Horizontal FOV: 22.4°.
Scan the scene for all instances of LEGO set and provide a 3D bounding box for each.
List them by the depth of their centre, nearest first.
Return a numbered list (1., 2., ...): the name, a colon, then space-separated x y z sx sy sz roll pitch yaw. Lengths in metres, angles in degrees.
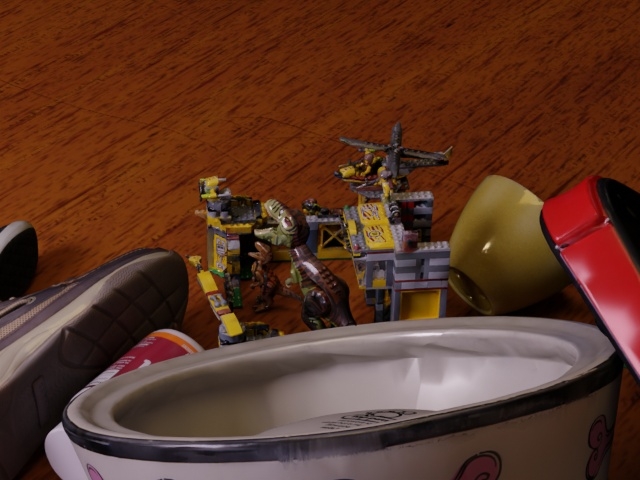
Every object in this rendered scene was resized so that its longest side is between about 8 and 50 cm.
1. LEGO set: 0.000 0.000 1.508 0.255 0.192 0.331 2 33 0

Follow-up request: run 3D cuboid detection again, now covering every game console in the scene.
1. game console: 0.329 0.126 1.202 0.387 0.060 0.342 21 37 -49

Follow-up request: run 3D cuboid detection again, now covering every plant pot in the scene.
1. plant pot: 0.175 0.018 1.568 0.095 0.134 0.134 -44 50 -15

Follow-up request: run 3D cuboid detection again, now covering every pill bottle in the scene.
1. pill bottle: -0.161 0.147 1.377 0.086 0.086 0.152 20 39 25

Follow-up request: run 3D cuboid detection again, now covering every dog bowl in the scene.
1. dog bowl: 0.024 0.165 1.180 0.408 0.150 0.408 -8 5 1

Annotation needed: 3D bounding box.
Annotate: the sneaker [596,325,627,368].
1. sneaker: 0.322 0.101 1.477 0.124 0.109 0.295 -23 37 8

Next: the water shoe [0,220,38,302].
1. water shoe: -0.342 0.039 1.544 0.080 0.073 0.203 11 34 17

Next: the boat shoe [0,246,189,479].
1. boat shoe: -0.257 0.094 1.413 0.130 0.132 0.355 23 38 28
